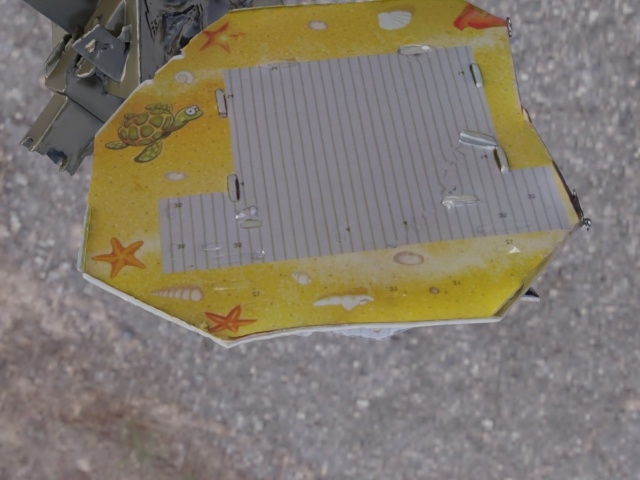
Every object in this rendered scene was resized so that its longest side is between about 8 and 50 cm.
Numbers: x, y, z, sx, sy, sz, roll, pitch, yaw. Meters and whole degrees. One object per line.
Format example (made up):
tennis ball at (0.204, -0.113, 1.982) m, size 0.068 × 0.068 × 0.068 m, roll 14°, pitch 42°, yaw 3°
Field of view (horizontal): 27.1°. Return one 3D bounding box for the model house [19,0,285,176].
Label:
model house at (-0.174, -0.177, 1.067) m, size 0.204 × 0.243 × 0.211 m, roll 35°, pitch 174°, yaw -30°

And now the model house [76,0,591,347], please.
model house at (0.000, 0.000, 0.646) m, size 0.219 × 0.207 × 0.136 m, roll -9°, pitch 142°, yaw -5°
